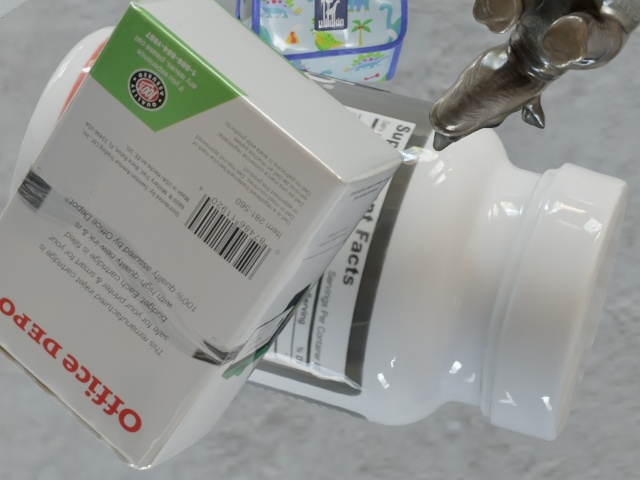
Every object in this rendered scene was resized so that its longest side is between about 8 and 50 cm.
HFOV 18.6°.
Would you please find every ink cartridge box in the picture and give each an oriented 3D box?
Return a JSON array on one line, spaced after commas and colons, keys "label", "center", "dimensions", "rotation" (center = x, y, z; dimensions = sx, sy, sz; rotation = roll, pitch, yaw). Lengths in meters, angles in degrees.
[{"label": "ink cartridge box", "center": [-0.084, -0.005, 1.109], "dimensions": [0.160, 0.092, 0.219], "rotation": [41, 114, 12]}]

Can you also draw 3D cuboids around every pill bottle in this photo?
[{"label": "pill bottle", "center": [0.000, 0.000, 1.262], "dimensions": [0.362, 0.210, 0.210], "rotation": [15, 100, 12]}]

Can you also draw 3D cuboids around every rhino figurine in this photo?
[{"label": "rhino figurine", "center": [0.133, -0.124, 1.022], "dimensions": [0.073, 0.106, 0.243], "rotation": [47, 125, 10]}]

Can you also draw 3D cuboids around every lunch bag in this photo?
[{"label": "lunch bag", "center": [0.001, -0.187, 1.570], "dimensions": [0.151, 0.128, 0.096], "rotation": [103, 159, -63]}]

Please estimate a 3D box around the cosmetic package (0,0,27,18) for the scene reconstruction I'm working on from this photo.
[{"label": "cosmetic package", "center": [-0.386, -0.114, 0.930], "dimensions": [0.453, 0.161, 0.230], "rotation": [-37, 64, -12]}]
